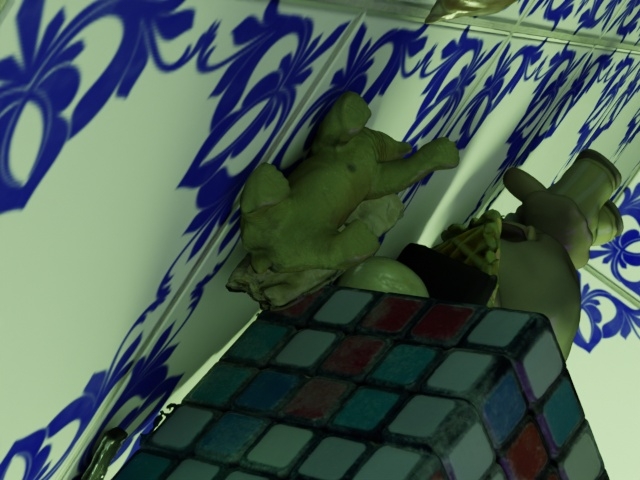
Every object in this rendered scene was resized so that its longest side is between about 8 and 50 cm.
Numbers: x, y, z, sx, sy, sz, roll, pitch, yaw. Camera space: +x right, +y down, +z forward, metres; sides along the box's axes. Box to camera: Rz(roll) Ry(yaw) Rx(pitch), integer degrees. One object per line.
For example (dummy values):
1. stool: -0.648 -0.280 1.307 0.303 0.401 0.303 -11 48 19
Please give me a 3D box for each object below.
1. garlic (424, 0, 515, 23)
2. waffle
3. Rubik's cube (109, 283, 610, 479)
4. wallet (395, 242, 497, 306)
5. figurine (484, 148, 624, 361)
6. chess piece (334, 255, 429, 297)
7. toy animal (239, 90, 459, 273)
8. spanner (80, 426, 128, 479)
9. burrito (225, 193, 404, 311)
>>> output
1. garlic: 0.157 -0.262 1.224 0.148 0.128 0.266 -61 161 -24
2. waffle: 0.130 0.071 1.869 0.208 0.054 0.214 -34 -147 49
3. Rubik's cube: 0.047 0.237 1.449 0.292 0.287 0.293 -45 125 -34
4. wallet: 0.049 0.151 1.807 0.323 0.041 0.247 -57 -160 -2
5. figurine: 0.255 0.045 2.168 0.380 0.203 0.248 -47 163 -34
6. chess piece: 0.019 0.123 1.694 0.243 0.133 0.133 -56 169 -18
7. toy animal: 0.012 -0.042 1.303 0.218 0.103 0.101 -46 -174 -39
8. spanner: -0.229 0.270 1.400 0.325 0.026 0.093 -61 165 26
9. burrito: -0.001 -0.002 1.396 0.058 0.063 0.229 -27 -175 33
